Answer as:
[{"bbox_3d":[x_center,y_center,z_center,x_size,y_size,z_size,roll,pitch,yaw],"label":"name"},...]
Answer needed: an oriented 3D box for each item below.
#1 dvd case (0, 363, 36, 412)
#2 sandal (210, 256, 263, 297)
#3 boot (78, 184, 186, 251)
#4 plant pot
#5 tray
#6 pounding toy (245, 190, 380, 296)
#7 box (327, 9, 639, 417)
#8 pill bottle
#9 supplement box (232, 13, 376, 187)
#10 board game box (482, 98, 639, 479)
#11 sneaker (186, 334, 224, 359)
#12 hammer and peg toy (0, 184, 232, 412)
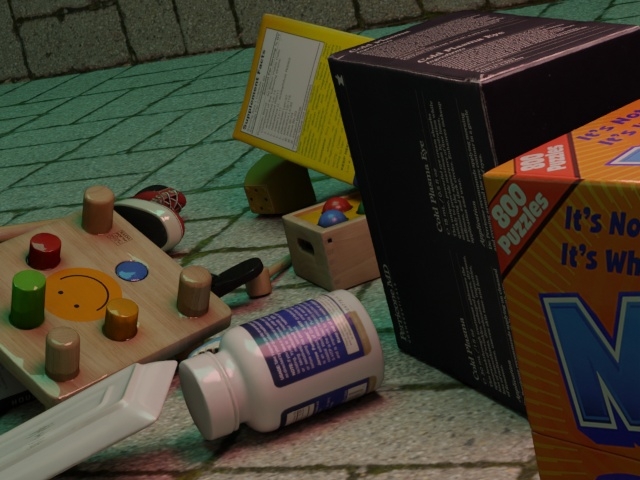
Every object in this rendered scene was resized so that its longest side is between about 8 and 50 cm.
[{"bbox_3d":[-0.346,0.112,1.741,0.239,0.029,0.179,-20,49,-21],"label":"dvd case"},{"bbox_3d":[-0.157,0.060,1.831,0.179,0.040,0.067,-30,21,6],"label":"sandal"},{"bbox_3d":[-0.246,-0.043,2.222,0.176,0.088,0.244,-24,17,-38],"label":"boot"},{"bbox_3d":[-0.070,-0.079,2.222,0.081,0.081,0.083,2,28,40],"label":"plant pot"},{"bbox_3d":[-0.267,0.195,1.415,0.270,0.030,0.145,-29,16,11],"label":"tray"},{"bbox_3d":[-0.009,0.000,1.887,0.206,0.094,0.181,-19,18,-21],"label":"pounding toy"},{"bbox_3d":[0.183,-0.036,1.434,0.179,0.343,0.312,-21,19,-20],"label":"box"},{"bbox_3d":[-0.041,0.129,1.461,0.187,0.112,0.112,-19,18,-20],"label":"pill bottle"},{"bbox_3d":[0.061,-0.187,2.053,0.195,0.194,0.356,10,9,-35],"label":"supplement box"},{"bbox_3d":[0.376,0.078,0.901,0.356,0.356,0.357,-25,21,-35],"label":"board game box"},{"bbox_3d":[-0.079,0.115,1.622,0.162,0.063,0.073,-16,14,-11],"label":"sneaker"},{"bbox_3d":[-0.305,0.036,1.690,0.266,0.127,0.361,-25,50,-37],"label":"hammer and peg toy"}]
